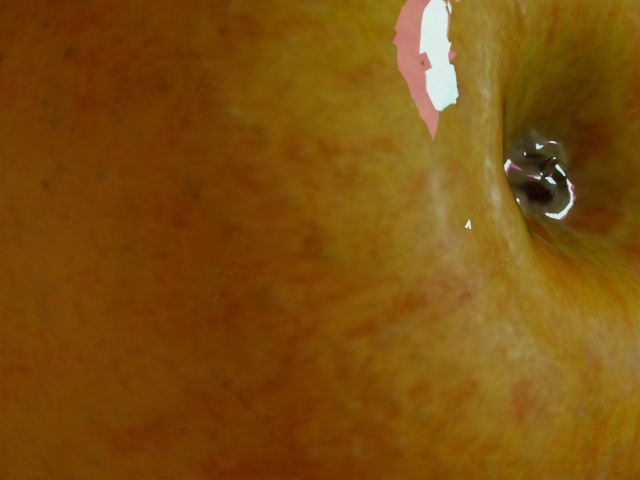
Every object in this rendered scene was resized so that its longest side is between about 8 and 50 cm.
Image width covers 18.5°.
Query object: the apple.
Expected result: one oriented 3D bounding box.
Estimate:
[{"bbox_3d":[0.000,0.000,0.646,0.299,0.275,0.299,13,66,-32],"label":"apple"}]
